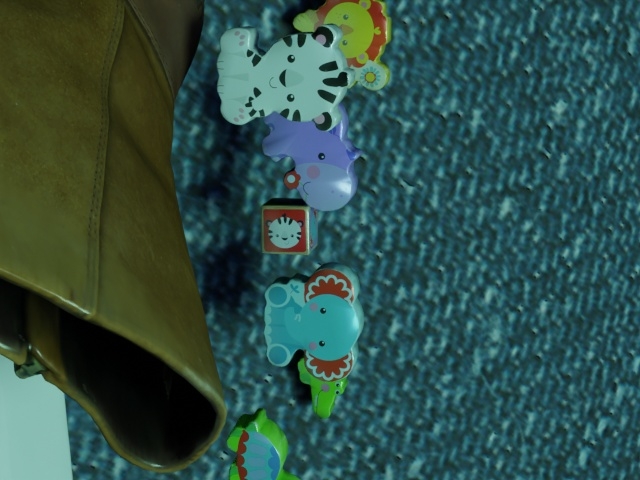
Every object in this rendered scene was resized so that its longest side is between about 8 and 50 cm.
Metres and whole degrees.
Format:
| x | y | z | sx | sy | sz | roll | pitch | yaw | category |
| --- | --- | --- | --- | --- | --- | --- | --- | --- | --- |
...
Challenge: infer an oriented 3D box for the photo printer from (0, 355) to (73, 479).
| x | y | z | sx | sy | sz | roll | pitch | yaw | category |
| --- | --- | --- | --- | --- | --- | --- | --- | --- | --- |
| -0.247 | 0.083 | 0.462 | 0.307 | 0.107 | 0.256 | -12 | 107 | -31 | photo printer |

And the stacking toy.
| x | y | z | sx | sy | sz | roll | pitch | yaw | category |
| --- | --- | --- | --- | --- | --- | --- | --- | --- | --- |
| 0.000 | 0.000 | 0.580 | 0.052 | 0.167 | 0.221 | 2 | 103 | 10 | stacking toy |

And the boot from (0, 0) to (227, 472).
| x | y | z | sx | sy | sz | roll | pitch | yaw | category |
| --- | --- | --- | --- | --- | --- | --- | --- | --- | --- |
| -0.132 | -0.090 | 0.410 | 0.096 | 0.280 | 0.264 | -24 | 131 | 17 | boot |
